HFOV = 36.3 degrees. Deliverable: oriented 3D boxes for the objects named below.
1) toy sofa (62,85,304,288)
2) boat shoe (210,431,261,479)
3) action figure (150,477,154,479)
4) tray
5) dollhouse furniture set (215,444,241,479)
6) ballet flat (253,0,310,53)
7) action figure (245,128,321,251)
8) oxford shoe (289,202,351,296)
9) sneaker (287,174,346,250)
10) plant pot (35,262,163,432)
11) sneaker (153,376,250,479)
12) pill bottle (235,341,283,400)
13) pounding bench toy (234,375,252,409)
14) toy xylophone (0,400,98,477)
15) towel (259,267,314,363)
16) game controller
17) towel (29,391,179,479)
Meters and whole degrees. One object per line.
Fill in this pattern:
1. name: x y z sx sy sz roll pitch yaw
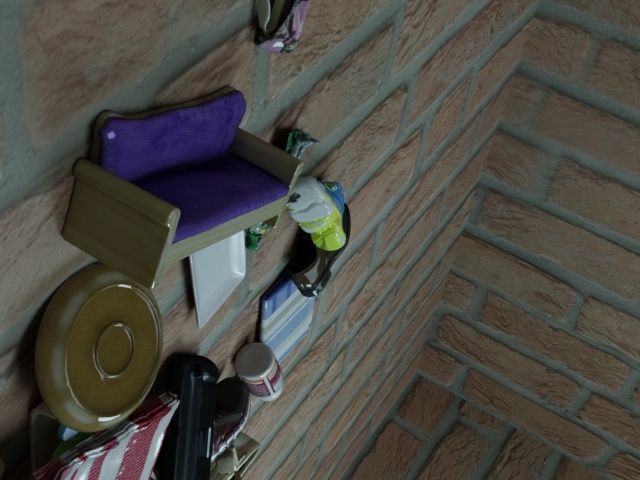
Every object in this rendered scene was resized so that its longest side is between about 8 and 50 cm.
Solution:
1. toy sofa: -0.167 -0.084 1.326 0.362 0.150 0.177 -29 144 -61
2. boat shoe: -0.240 0.575 2.215 0.302 0.098 0.109 -60 163 -6
3. action figure: -0.347 0.451 1.734 0.280 0.091 0.139 -63 157 6
4. tray: -0.182 0.028 1.661 0.145 0.030 0.270 -52 160 -31
5. dollhouse furniture set: -0.300 0.588 2.062 0.174 0.303 0.355 -118 -162 -69
6. ballet flat: -0.046 -0.370 1.390 0.079 0.077 0.221 -11 130 -44
7. action figure: -0.077 -0.084 1.748 0.232 0.063 0.137 -62 167 12
8. oxford shoe: 0.000 0.000 2.059 0.096 0.083 0.227 51 51 -43
9. sneaker: -0.007 -0.084 1.944 0.240 0.091 0.126 68 22 -56
10. plant pot: -0.292 0.149 1.349 0.236 0.032 0.236 -9 100 -58
11. sneaker: -0.235 0.356 1.898 0.281 0.106 0.162 -59 153 -31
12. pill bottle: -0.127 0.287 2.095 0.086 0.086 0.152 -55 155 -23
13. pounding bench toy: -0.175 0.340 2.098 0.083 0.065 0.052 -57 162 -17
14. toy xylophone: -0.383 0.330 1.455 0.236 0.081 0.322 -48 158 -37
15. towel: -0.078 0.165 2.170 0.209 0.034 0.285 -45 155 -38
16. game controller: -0.240 0.367 1.769 0.166 0.067 0.319 39 55 -76
17. towel: -0.336 0.377 1.459 0.329 0.037 0.237 -27 142 -61
